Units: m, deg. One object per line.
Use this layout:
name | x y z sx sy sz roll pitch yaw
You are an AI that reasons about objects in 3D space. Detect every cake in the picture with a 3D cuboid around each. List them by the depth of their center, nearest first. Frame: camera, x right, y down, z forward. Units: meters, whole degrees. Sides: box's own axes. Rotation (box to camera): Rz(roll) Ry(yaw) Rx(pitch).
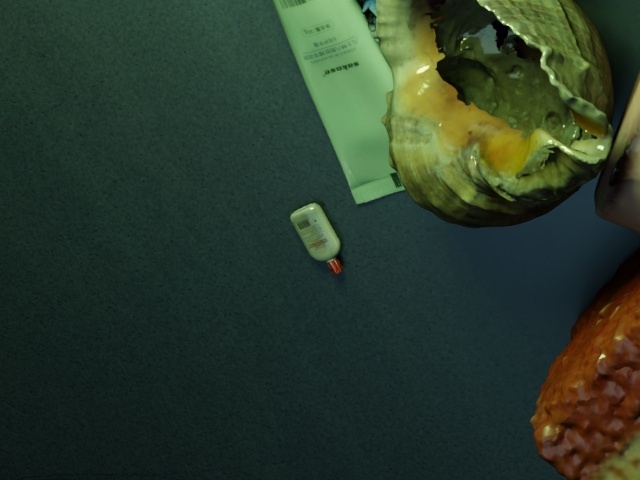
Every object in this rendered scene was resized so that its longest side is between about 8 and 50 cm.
cake | 0.409 0.160 1.749 0.319 0.269 0.270 39 118 0

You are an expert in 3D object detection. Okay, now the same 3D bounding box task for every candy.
candy | 0.337 -0.117 1.659 0.094 0.255 0.255 21 118 6

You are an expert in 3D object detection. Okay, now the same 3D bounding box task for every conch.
conch | 0.189 -0.157 1.693 0.352 0.210 0.297 0 126 56

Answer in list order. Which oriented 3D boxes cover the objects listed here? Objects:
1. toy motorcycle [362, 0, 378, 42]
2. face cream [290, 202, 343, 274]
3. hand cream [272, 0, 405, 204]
toy motorcycle | 0.088 -0.298 1.773 0.114 0.076 0.205 35 118 9
face cream | 0.000 0.000 1.956 0.040 0.021 0.083 -23 104 26
hand cream | 0.022 -0.186 1.853 0.109 0.067 0.321 -16 111 24
